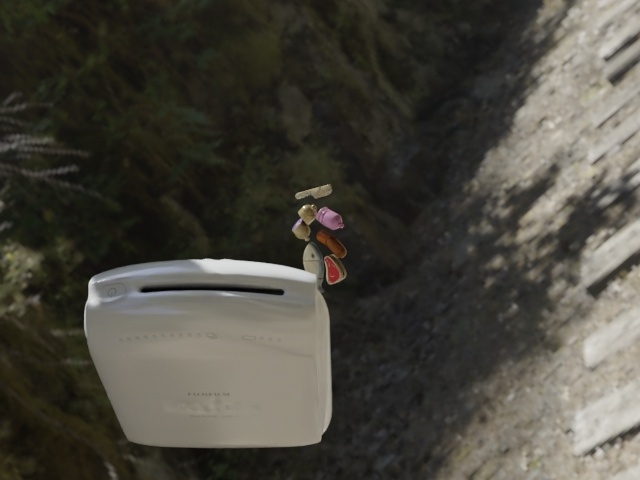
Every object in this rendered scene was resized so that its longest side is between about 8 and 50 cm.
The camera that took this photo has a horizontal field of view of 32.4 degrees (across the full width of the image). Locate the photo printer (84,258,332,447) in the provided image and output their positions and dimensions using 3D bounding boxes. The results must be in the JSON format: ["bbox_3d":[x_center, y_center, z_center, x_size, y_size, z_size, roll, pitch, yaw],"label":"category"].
[{"bbox_3d":[-0.115,0.126,1.200,0.307,0.256,0.107,89,-179,-57],"label":"photo printer"}]

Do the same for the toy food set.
[{"bbox_3d":[0.000,0.000,1.288,0.078,0.122,0.019,-13,1,40],"label":"toy food set"}]
